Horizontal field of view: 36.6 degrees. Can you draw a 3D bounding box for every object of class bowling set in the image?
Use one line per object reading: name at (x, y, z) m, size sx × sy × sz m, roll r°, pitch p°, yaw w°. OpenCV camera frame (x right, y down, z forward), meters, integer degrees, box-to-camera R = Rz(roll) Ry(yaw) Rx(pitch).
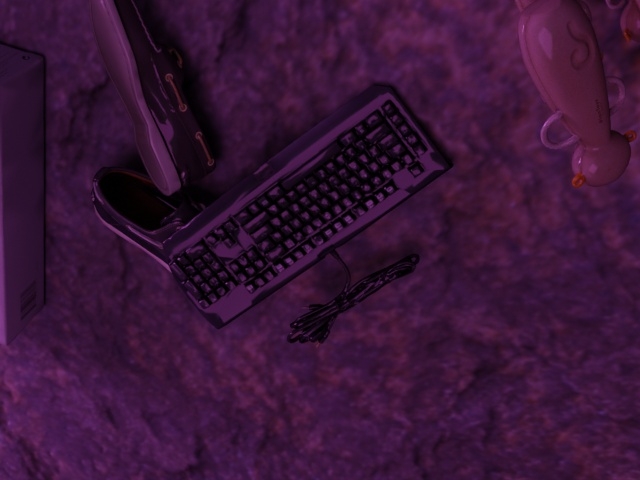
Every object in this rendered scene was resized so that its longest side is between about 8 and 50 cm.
bowling set at (0.245, -0.189, 0.796) m, size 0.287 × 0.200 × 0.154 m, roll -35°, pitch 118°, yaw -10°

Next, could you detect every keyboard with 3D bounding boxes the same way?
keyboard at (0.000, 0.000, 1.021) m, size 0.317 × 0.033 × 0.201 m, roll -35°, pitch 106°, yaw 19°

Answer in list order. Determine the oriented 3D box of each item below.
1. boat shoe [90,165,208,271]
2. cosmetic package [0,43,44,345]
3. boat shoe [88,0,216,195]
boat shoe at (-0.149, -0.010, 1.077) m, size 0.233 × 0.084 × 0.079 m, roll 28°, pitch 154°, yaw 2°
cosmetic package at (-0.480, -0.078, 1.158) m, size 0.284 × 0.097 × 0.377 m, roll 19°, pitch 127°, yaw 11°
boat shoe at (-0.173, -0.162, 1.006) m, size 0.081 × 0.069 × 0.227 m, roll 25°, pitch 137°, yaw 56°
